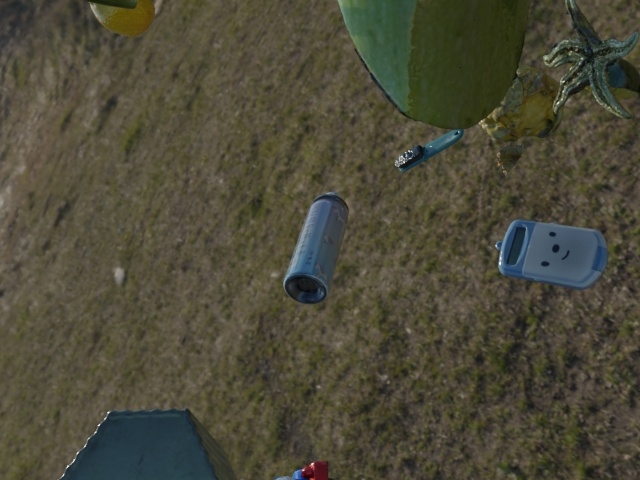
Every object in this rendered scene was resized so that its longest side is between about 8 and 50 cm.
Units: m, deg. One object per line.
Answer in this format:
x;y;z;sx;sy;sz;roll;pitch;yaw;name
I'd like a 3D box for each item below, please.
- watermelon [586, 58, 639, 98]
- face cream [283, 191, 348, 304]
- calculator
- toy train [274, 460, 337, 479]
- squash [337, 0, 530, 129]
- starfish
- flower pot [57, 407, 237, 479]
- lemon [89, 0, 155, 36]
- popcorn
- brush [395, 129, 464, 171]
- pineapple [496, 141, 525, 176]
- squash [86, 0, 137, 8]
0.463;-0.262;1.049;0.105;0.106;0.062;25;104;61;watermelon
0.000;0.000;1.099;0.075;0.075;0.229;-38;24;40;face cream
0.435;0.025;1.248;0.210;0.039;0.121;12;72;35;calculator
-0.040;0.407;0.967;0.204;0.131;0.082;98;172;-47;toy train
0.107;-0.241;0.673;0.155;0.237;0.204;104;163;-53;squash
0.381;-0.239;0.920;0.208;0.053;0.175;90;157;-77;starfish
-0.231;0.370;0.937;0.209;0.189;0.239;-28;55;-10;flower pot
-0.416;-0.492;1.372;0.114;0.155;0.114;-8;74;29;lemon
0.550;-0.378;1.822;0.250;0.250;0.190;-33;48;44;popcorn
0.248;-0.214;1.523;0.193;0.032;0.043;-29;49;42;brush
0.358;-0.161;1.251;0.083;0.045;0.019;-44;-8;-31;pineapple
-0.281;-0.319;0.850;0.027;0.083;0.027;8;100;50;squash
